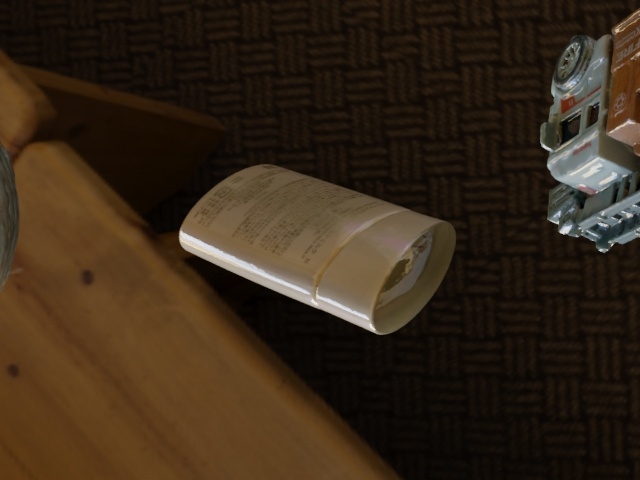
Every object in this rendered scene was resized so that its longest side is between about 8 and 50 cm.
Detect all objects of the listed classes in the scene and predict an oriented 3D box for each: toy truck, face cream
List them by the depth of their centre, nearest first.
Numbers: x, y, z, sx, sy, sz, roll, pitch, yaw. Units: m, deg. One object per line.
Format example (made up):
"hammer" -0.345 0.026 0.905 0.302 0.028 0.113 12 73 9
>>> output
"toy truck" 0.297 -0.107 0.959 0.133 0.338 0.185 22 65 -16
"face cream" 0.000 0.000 1.317 0.348 0.173 0.081 20 138 45

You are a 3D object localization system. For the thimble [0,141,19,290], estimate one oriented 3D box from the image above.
"thimble" -0.458 -0.026 1.186 0.291 0.195 0.292 0 93 -7
